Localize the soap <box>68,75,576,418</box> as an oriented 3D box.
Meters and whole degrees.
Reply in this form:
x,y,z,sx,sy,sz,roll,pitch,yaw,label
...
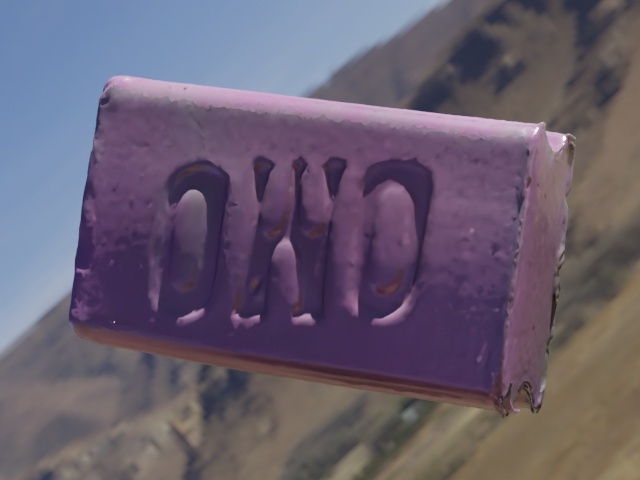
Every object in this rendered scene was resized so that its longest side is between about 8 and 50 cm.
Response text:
x,y,z,sx,sy,sz,roll,pitch,yaw,label
0.000,0.000,0.831,0.065,0.203,0.122,8,-90,-68,soap
